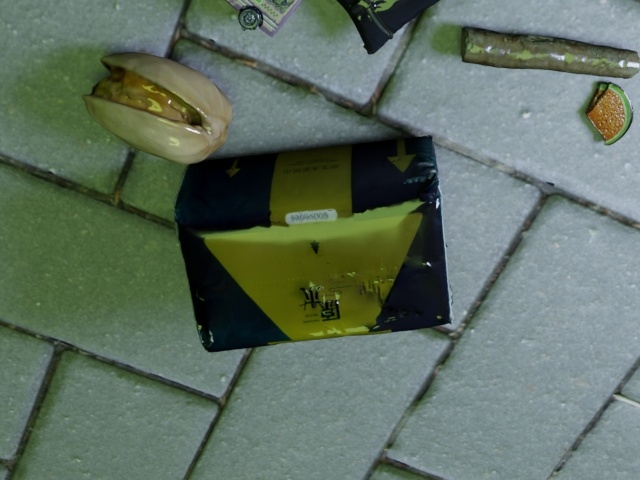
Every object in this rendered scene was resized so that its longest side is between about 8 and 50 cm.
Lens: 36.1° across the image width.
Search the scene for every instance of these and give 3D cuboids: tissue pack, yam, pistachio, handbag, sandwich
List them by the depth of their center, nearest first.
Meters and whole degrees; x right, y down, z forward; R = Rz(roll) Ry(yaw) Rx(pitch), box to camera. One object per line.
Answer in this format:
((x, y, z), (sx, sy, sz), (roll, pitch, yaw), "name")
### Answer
((0.084, -0.423, 1.419), (0.211, 0.089, 0.254), (-36, 112, 14), "handbag")
((0.349, -0.286, 1.503), (0.274, 0.061, 0.061), (5, 120, -2), "yam")
((-0.251, -0.209, 1.530), (0.229, 0.157, 0.157), (23, 118, -4), "pistachio")
((0.462, -0.207, 1.564), (0.069, 0.026, 0.101), (-29, 112, 22), "sandwich")
((0.000, 0.000, 1.571), (0.416, 0.253, 0.264), (-6, 120, 4), "tissue pack")

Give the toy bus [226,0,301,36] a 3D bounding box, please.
((-0.120, -0.397, 1.436), (0.199, 0.096, 0.108), (39, 110, -20), "toy bus")
